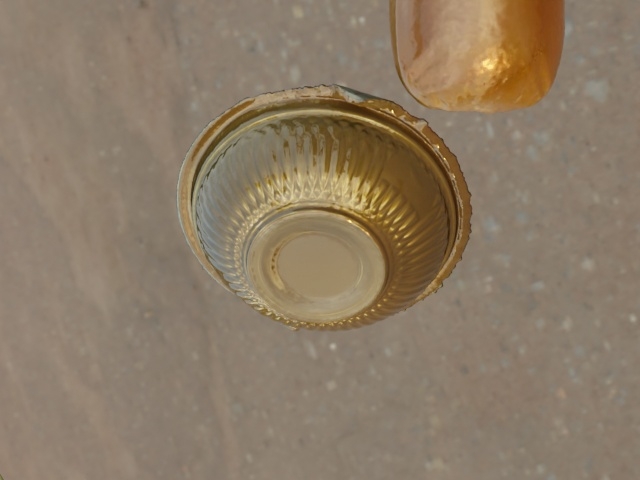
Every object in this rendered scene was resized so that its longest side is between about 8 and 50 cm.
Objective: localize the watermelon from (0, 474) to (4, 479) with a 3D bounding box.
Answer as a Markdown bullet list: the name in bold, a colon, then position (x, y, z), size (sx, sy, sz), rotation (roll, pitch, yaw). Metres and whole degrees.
- **watermelon**: position (-0.240, 0.142, 0.797), size (0.163, 0.069, 0.087), rotation (23, 162, 5)

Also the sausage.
- **sausage**: position (0.092, -0.211, 0.794), size (0.105, 0.105, 0.274), rotation (0, 89, 64)

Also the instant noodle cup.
- **instant noodle cup**: position (0.000, 0.000, 1.193), size (0.091, 0.274, 0.274), rotation (-82, -3, -52)
